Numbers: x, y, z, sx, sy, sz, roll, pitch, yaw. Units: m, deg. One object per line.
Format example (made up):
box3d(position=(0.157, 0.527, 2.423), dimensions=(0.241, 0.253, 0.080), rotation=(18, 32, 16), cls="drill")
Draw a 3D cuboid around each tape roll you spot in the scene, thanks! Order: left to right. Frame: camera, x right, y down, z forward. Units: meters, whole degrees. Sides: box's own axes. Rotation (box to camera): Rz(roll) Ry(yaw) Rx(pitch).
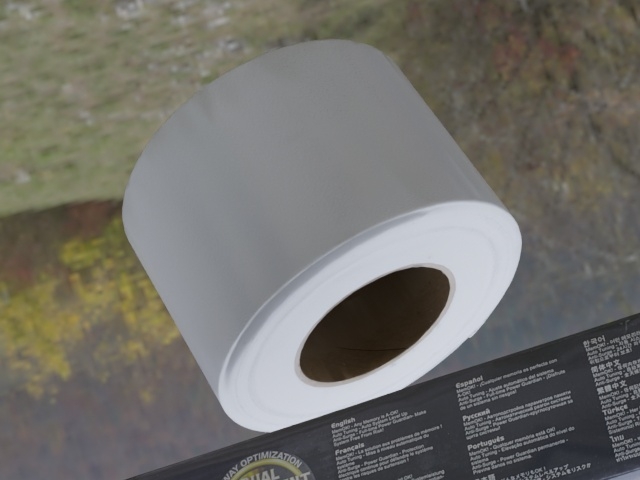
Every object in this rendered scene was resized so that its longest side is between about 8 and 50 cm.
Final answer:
box3d(position=(0.000, 0.000, 1.041), dimensions=(0.246, 0.169, 0.246), rotation=(-23, 148, -16), cls="tape roll")

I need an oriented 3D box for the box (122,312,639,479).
box3d(position=(0.094, 0.194, 0.857), dimensions=(0.395, 0.097, 0.318), rotation=(-21, 145, 16), cls="box")
